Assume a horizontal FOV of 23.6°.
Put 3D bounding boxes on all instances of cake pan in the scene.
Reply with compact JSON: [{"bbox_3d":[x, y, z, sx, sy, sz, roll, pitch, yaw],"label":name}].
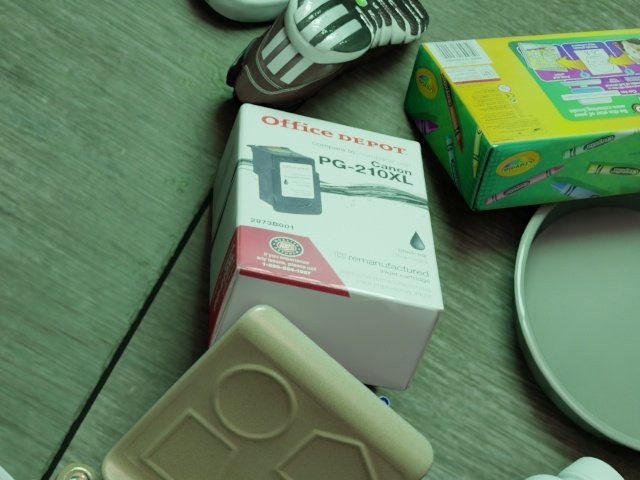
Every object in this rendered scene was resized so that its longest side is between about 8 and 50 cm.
[{"bbox_3d":[0.311,0.073,1.465,0.293,0.054,0.293,7,65,-16],"label":"cake pan"}]

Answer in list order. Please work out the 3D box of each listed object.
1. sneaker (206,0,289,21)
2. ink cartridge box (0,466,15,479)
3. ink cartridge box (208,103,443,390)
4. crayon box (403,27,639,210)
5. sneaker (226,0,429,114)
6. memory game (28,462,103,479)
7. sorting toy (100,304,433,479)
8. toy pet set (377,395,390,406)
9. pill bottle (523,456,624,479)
[{"bbox_3d":[0.022,-0.355,1.502,0.135,0.150,0.366,44,61,5],"label":"sneaker"},{"bbox_3d":[-0.284,0.204,1.066,0.145,0.045,0.179,-38,50,-23],"label":"ink cartridge box"},{"bbox_3d":[0.000,0.000,1.298,0.172,0.100,0.237,12,36,-11],"label":"ink cartridge box"},{"bbox_3d":[0.243,-0.122,1.478,0.279,0.081,0.165,-6,43,-21],"label":"crayon box"},{"bbox_3d":[-0.009,-0.184,1.446,0.106,0.162,0.281,53,26,3],"label":"sneaker"},{"bbox_3d":[-0.186,0.268,1.228,0.186,0.012,0.186,8,64,-16],"label":"memory game"},{"bbox_3d":[-0.044,0.175,1.227,0.193,0.208,0.038,41,20,-8],"label":"sorting toy"},{"bbox_3d":[-0.001,0.104,1.336,0.122,0.065,0.114,-15,73,-25],"label":"toy pet set"},{"bbox_3d":[0.179,0.267,1.301,0.193,0.108,0.108,-30,79,-28],"label":"pill bottle"}]
